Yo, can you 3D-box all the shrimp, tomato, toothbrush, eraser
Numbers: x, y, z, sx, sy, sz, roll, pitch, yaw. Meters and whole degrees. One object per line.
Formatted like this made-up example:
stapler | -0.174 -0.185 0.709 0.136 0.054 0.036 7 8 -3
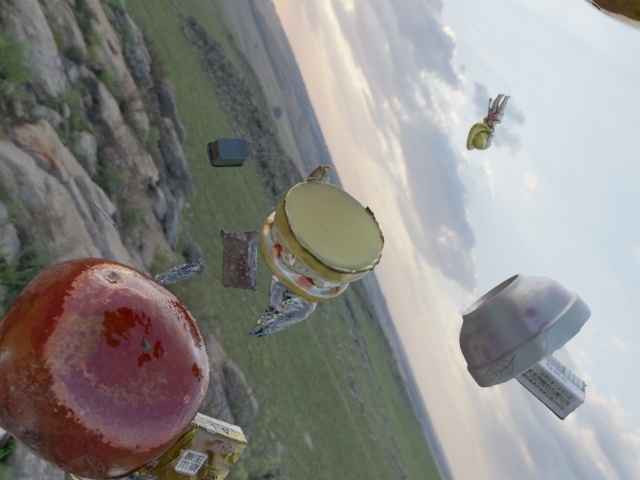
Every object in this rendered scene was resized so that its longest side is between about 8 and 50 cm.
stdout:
shrimp | -0.116 0.182 1.582 0.317 0.062 0.164 -29 86 -52
tomato | -0.286 0.167 0.779 0.338 0.143 0.338 33 41 -35
toothbrush | -0.542 -0.064 1.351 0.097 0.008 0.006 62 17 -45
eraser | 0.586 0.343 1.478 0.287 0.086 0.130 43 30 17

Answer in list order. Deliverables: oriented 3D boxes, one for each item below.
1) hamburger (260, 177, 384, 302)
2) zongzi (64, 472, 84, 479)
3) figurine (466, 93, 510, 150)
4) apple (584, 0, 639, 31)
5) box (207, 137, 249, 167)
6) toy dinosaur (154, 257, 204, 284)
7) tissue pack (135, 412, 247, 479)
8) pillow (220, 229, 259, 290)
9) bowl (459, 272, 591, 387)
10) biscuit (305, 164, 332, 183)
hamburger | 0.000 0.000 1.261 0.261 0.186 0.302 45 44 1
zongzi | -0.395 0.590 1.107 0.250 0.125 0.274 27 13 -43
figurine | 0.492 -0.346 1.580 0.083 0.187 0.083 24 17 -8
apple | 0.409 -0.382 0.538 0.339 0.339 0.340 -21 90 -85
box | -0.282 -0.275 1.659 0.069 0.122 0.084 -21 -100 55
toy dinosaur | -0.357 0.079 1.408 0.039 0.082 0.209 68 20 -6
tissue pack | -0.326 0.518 1.331 0.226 0.183 0.092 32 5 -30
pillow | -0.229 0.056 1.504 0.043 0.118 0.185 -52 147 -68
bowl | 0.411 0.173 1.150 0.144 0.287 0.287 53 3 8
biscuit | -0.043 -0.140 1.904 0.045 0.154 0.299 33 63 -21
